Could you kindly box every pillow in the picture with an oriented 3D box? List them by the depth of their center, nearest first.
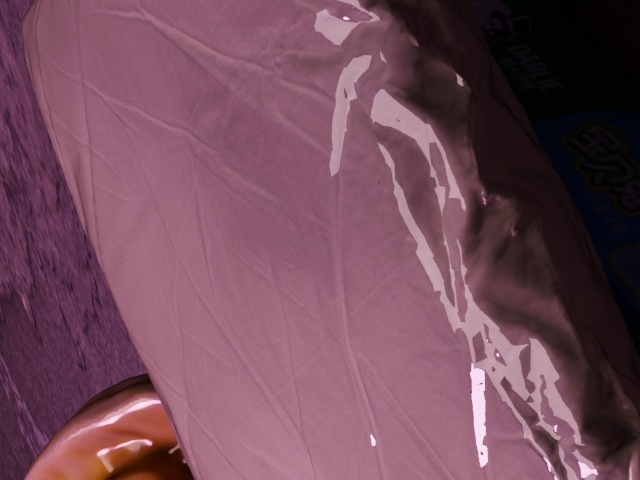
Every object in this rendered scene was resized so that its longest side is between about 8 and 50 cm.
[{"bbox_3d":[-0.001,-0.001,0.594,0.274,0.076,0.281,65,156,13],"label":"pillow"}]

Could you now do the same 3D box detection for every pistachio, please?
[{"bbox_3d":[-0.078,0.179,1.047,0.187,0.187,0.299,66,156,15],"label":"pistachio"}]

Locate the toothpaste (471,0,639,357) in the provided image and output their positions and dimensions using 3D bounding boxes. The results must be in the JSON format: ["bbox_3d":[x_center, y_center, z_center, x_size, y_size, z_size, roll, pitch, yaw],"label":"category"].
[{"bbox_3d":[0.101,0.034,0.525,0.267,0.050,0.065,56,160,39],"label":"toothpaste"}]
